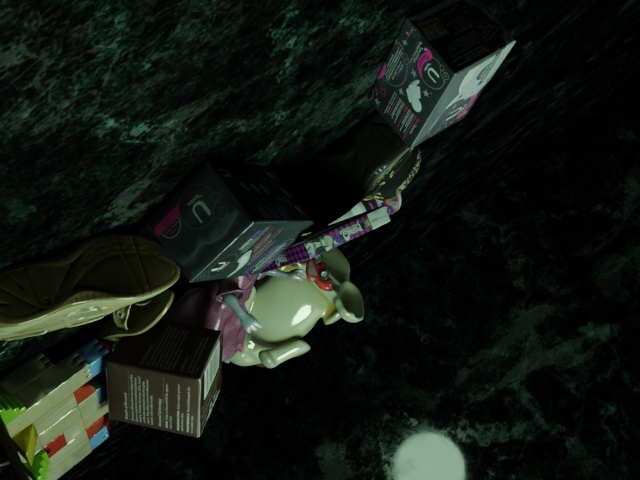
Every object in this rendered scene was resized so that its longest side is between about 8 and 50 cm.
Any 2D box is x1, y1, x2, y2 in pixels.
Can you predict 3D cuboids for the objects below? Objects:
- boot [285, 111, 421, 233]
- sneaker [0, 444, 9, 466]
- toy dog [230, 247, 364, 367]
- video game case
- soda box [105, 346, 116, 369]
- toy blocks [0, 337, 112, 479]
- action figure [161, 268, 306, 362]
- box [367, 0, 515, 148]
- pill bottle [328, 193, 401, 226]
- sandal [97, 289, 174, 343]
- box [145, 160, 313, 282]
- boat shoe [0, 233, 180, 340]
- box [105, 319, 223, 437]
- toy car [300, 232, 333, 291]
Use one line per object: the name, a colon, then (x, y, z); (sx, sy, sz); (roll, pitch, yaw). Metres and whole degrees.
boot: (0.082, -0.136, 1.762); (0.377, 0.138, 0.284); (-43, 167, 3)
sneaker: (-0.651, 0.423, 1.822); (0.290, 0.106, 0.123); (-37, 165, -6)
toy dog: (-0.126, 0.170, 2.100); (0.408, 0.284, 0.395); (-42, -163, 20)
video game case: (0.000, 0.000, 1.638); (0.210, 0.042, 0.232); (-25, -177, -31)
soda box: (-0.464, 0.277, 1.910); (0.183, 0.063, 0.058); (-38, 167, 1)
toy blocks: (-0.543, 0.354, 1.659); (0.261, 0.190, 0.381); (-38, 149, -33)
action figure: (-0.213, 0.107, 1.811); (0.370, 0.275, 0.248); (-63, 169, 20)
box: (0.220, -0.312, 1.459); (0.163, 0.142, 0.247); (-31, 167, -25)
pill bottle: (0.111, -0.086, 2.065); (0.193, 0.108, 0.108); (-30, 166, -31)
sandal: (-0.399, 0.143, 1.582); (0.240, 0.079, 0.088); (-26, -141, 39)
box: (-0.156, -0.033, 1.430); (0.165, 0.143, 0.270); (-42, 167, 16)
boat shoe: (-0.392, 0.076, 1.273); (0.341, 0.122, 0.110); (-13, 159, -40)
box: (-0.326, 0.286, 1.674); (0.168, 0.203, 0.167); (-70, 168, -57)
toy car: (-0.037, 0.000, 1.880); (0.053, 0.239, 0.225); (-21, -168, 1)
